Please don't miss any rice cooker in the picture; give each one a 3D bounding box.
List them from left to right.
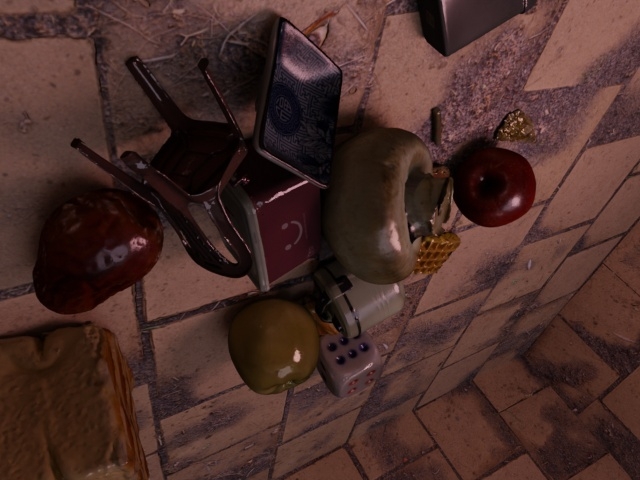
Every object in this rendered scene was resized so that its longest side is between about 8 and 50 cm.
[{"bbox_3d":[0.096,0.143,1.370,0.244,0.226,0.226,-30,146,-12],"label":"rice cooker"}]

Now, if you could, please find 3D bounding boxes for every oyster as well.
[{"bbox_3d":[0.542,-0.306,1.376,0.122,0.045,0.146,-23,146,7],"label":"oyster"}]

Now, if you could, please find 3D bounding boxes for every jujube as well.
[{"bbox_3d":[-0.393,0.026,0.859,0.190,0.190,0.255,15,123,-49],"label":"jujube"}]

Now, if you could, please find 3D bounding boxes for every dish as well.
[{"bbox_3d":[-0.052,-0.224,0.848,0.080,0.242,0.182,-5,162,37],"label":"dish"}]

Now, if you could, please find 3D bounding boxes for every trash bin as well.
[{"bbox_3d":[0.300,-0.474,0.909,0.236,0.101,0.176,-32,148,1],"label":"trash bin"}]

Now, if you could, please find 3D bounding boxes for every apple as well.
[{"bbox_3d":[-0.120,0.284,1.342,0.263,0.262,0.262,-23,144,-18],"label":"apple"},{"bbox_3d":[0.472,-0.144,1.347,0.201,0.218,0.218,8,128,-51],"label":"apple"}]

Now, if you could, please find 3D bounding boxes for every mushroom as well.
[{"bbox_3d":[0.143,-0.072,1.066,0.352,0.261,0.351,8,90,-67],"label":"mushroom"}]

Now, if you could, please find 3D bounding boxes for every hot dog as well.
[{"bbox_3d":[-0.005,0.229,1.521,0.102,0.076,0.249,-3,150,24],"label":"hot dog"}]

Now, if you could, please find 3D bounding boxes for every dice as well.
[{"bbox_3d":[0.093,0.419,1.729,0.194,0.194,0.191,-22,145,-16],"label":"dice"}]

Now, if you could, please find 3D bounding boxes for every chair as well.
[{"bbox_3d":[-0.198,-0.100,0.789,0.183,0.176,0.326,-63,149,-22],"label":"chair"}]

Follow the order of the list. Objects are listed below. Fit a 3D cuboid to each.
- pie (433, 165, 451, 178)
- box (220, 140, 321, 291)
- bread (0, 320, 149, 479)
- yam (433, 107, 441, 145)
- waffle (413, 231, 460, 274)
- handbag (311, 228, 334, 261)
[{"bbox_3d":[0.275,-0.133,1.344,0.195,0.046,0.195,-22,143,-18],"label":"pie"},{"bbox_3d":[-0.107,-0.061,0.991,0.168,0.193,0.293,-30,146,-22],"label":"box"},{"bbox_3d":[-0.526,0.412,1.032,0.280,0.390,0.370,-15,140,-19],"label":"bread"},{"bbox_3d":[0.284,-0.275,1.201,0.021,0.021,0.116,-31,145,-6],"label":"yam"},{"bbox_3d":[0.344,0.042,1.606,0.211,0.055,0.160,2,132,-40],"label":"waffle"},{"bbox_3d":[0.000,0.000,1.248,0.271,0.088,0.175,-7,148,-41],"label":"handbag"}]
